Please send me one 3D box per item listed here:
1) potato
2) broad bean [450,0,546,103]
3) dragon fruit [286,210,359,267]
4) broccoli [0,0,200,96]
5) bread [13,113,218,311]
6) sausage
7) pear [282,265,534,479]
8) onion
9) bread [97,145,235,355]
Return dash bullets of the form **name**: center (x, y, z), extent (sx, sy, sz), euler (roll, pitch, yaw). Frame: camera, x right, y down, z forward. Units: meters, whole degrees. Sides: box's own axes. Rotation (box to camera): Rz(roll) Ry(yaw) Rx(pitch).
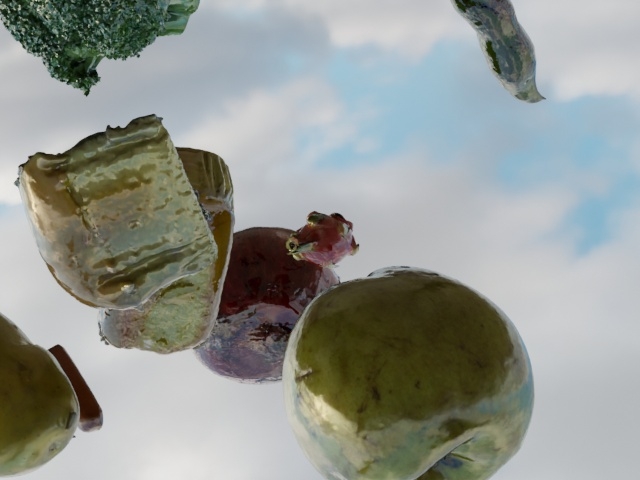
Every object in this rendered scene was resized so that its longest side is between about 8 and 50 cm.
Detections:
- **potato**: center (-0.419, 0.170, 1.530), extent (0.300, 0.140, 0.173), euler (37, -103, 27)
- **broad bean**: center (0.246, -0.287, 1.747), extent (0.077, 0.339, 0.061), euler (-2, -125, 32)
- **dragon fruit**: center (0.000, -0.001, 1.844), extent (0.116, 0.086, 0.081), euler (5, -136, -51)
- **broccoli**: center (-0.228, -0.303, 1.332), extent (0.242, 0.261, 0.269), euler (18, -140, -40)
- **bread**: center (-0.187, 0.001, 1.255), extent (0.174, 0.251, 0.133), euler (-23, -114, -7)
- **sausage**: center (-0.328, 0.198, 1.674), extent (0.041, 0.039, 0.131), euler (-20, -115, -38)
- **pear**: center (0.096, 0.173, 1.558), extent (0.304, 0.303, 0.304), euler (-10, -159, 4)
- **onion**: center (-0.097, 0.112, 2.085), extent (0.276, 0.276, 0.276), euler (-10, -159, 4)
- **bread**: center (-0.190, 0.018, 1.543), extent (0.153, 0.288, 0.119), euler (6, -137, -12)
